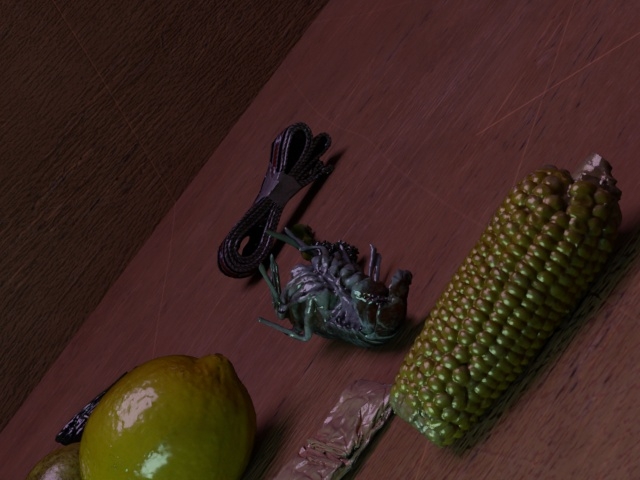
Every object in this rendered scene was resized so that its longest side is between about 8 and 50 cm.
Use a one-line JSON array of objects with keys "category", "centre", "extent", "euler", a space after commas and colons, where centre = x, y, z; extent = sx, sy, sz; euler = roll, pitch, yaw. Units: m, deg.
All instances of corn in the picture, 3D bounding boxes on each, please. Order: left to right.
[{"category": "corn", "centre": [0.196, 0.058, 1.246], "extent": [0.347, 0.130, 0.130], "euler": [-54, 15, 4]}]

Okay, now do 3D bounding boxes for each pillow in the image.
[{"category": "pillow", "centre": [0.010, 0.266, 1.460], "extent": [0.232, 0.043, 0.126], "euler": [-52, 20, -12]}]

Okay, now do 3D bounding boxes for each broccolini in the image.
[{"category": "broccolini", "centre": [0.003, 0.005, 2.042], "extent": [0.073, 0.079, 0.392], "euler": [-10, 14, -7]}]

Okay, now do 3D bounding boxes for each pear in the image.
[{"category": "pear", "centre": [-0.386, 0.425, 1.933], "extent": [0.197, 0.197, 0.197], "euler": [-46, 16, 18]}]

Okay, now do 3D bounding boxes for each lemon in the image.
[{"category": "lemon", "centre": [-0.217, 0.289, 1.686], "extent": [0.263, 0.236, 0.236], "euler": [-52, 12, 37]}]

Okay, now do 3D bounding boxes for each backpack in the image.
[{"category": "backpack", "centre": [-0.372, 0.322, 2.256], "extent": [0.258, 0.133, 0.206], "euler": [-47, 6, -10]}]

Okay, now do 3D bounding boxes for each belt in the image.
[{"category": "belt", "centre": [-0.097, -0.080, 2.385], "extent": [0.360, 0.126, 0.094], "euler": [-59, 16, -22]}]

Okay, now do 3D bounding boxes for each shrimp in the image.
[{"category": "shrimp", "centre": [0.015, 0.076, 1.688], "extent": [0.221, 0.166, 0.410], "euler": [-21, 22, -19]}]
